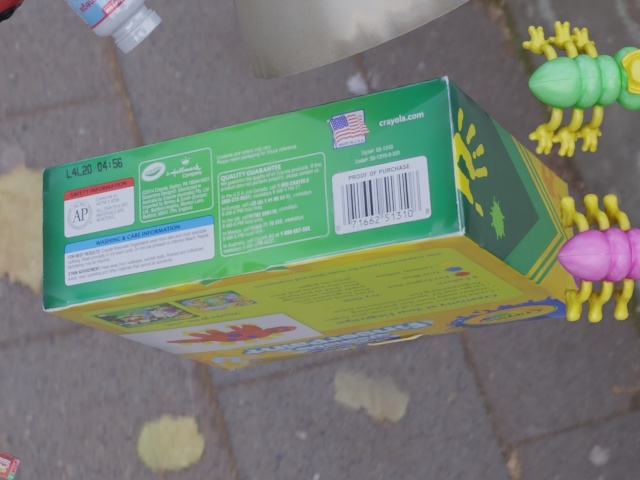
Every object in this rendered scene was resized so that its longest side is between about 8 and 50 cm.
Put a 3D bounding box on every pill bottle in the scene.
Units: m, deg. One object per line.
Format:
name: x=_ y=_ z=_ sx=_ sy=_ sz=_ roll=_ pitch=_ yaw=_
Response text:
pill bottle: x=-0.282 y=-0.320 z=1.971 sx=0.160 sy=0.087 sz=0.087 roll=46 pitch=63 yaw=-13

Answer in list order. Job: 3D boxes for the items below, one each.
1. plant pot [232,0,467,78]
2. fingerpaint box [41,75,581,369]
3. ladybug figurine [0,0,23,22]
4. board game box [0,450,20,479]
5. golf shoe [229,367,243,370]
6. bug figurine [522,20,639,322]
plant pot: x=0.001 y=-0.326 z=1.414 sx=0.256 sy=0.256 sz=0.274 roll=-30 pitch=105 yaw=-21
fingerpaint box: x=0.000 y=0.000 z=1.587 sx=0.444 sy=0.371 sz=0.163 roll=-11 pitch=72 yaw=24
ladybug figurine: x=-0.267 y=-0.229 z=0.943 sx=0.305 sy=0.449 sz=0.162 roll=7 pitch=52 yaw=-45
board game box: x=-0.445 y=0.172 z=1.505 sx=0.145 sy=0.281 sz=0.027 roll=8 pitch=73 yaw=45
golf shoe: x=-0.140 y=0.087 z=1.876 sx=0.069 sy=0.176 sz=0.086 roll=-33 pitch=37 yaw=10
bug figurine: x=0.249 y=-0.053 z=1.030 sx=0.216 sy=0.072 sz=0.279 roll=-7 pitch=87 yaw=-11
